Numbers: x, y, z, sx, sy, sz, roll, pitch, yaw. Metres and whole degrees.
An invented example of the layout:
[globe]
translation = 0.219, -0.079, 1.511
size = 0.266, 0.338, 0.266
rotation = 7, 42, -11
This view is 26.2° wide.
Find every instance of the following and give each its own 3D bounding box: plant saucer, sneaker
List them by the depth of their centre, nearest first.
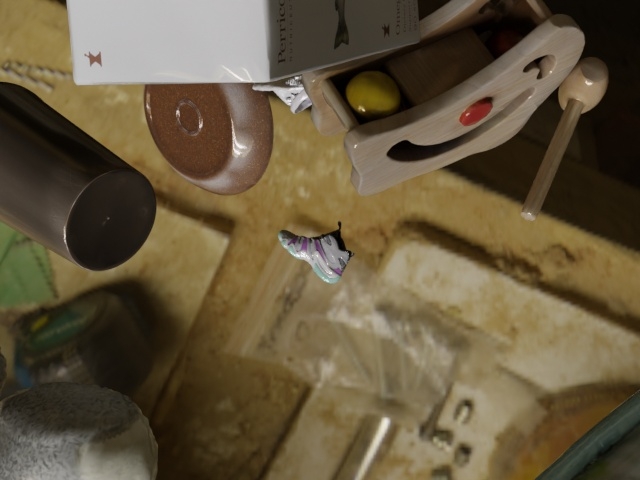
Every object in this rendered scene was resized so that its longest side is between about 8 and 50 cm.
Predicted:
[plant saucer]
translation = -0.135, -0.140, 1.517
size = 0.198, 0.036, 0.199
rotation = 20, 121, 37
[sneaker]
translation = 0.000, 0.000, 1.707
size = 0.098, 0.038, 0.069
rotation = 38, 101, 12

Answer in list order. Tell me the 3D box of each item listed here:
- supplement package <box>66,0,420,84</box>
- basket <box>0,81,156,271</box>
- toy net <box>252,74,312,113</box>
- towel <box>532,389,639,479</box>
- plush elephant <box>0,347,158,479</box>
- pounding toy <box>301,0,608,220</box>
[supplement package]
translation = -0.032, -0.136, 0.661
size = 0.105, 0.179, 0.105
rotation = 4, 105, 25
[basket]
translation = -0.311, -0.066, 1.616
size = 0.154, 0.227, 0.204
rotation = -48, 139, -15
[toy net]
translation = 0.046, -0.146, 1.320
size = 0.232, 0.122, 0.045
rotation = -8, 119, 16
[towel]
translation = 0.091, 0.250, 0.528
size = 0.374, 0.090, 0.321
rotation = -37, 129, -16
[plush elephant]
translation = -0.086, 0.219, 0.662
size = 0.255, 0.272, 0.330
rotation = 14, 80, -29
[pounding toy]
translation = 0.133, -0.108, 1.060
size = 0.269, 0.155, 0.154
rotation = -22, 157, -24
